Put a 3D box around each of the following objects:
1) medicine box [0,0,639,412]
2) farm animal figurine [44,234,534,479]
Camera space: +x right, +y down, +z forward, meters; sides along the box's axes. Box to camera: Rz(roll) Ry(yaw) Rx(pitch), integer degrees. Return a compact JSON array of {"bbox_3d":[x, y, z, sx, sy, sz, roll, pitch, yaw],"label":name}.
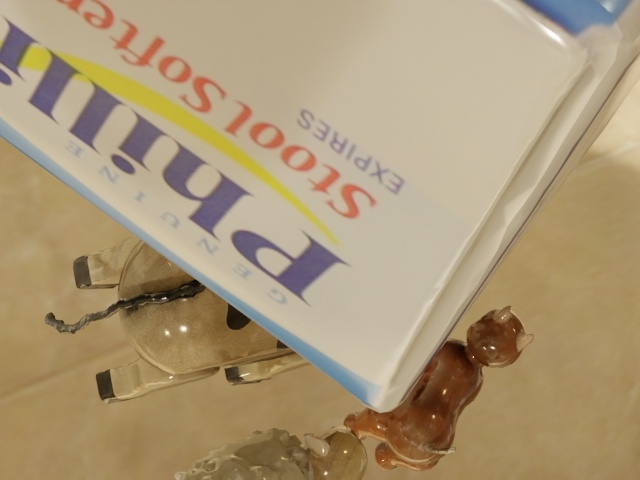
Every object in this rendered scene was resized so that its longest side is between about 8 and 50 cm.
[{"bbox_3d":[0.000,-0.158,0.441,0.263,0.289,0.149,36,145,5],"label":"medicine box"},{"bbox_3d":[0.000,0.000,1.080,0.172,0.327,0.330,-21,95,48],"label":"farm animal figurine"}]
